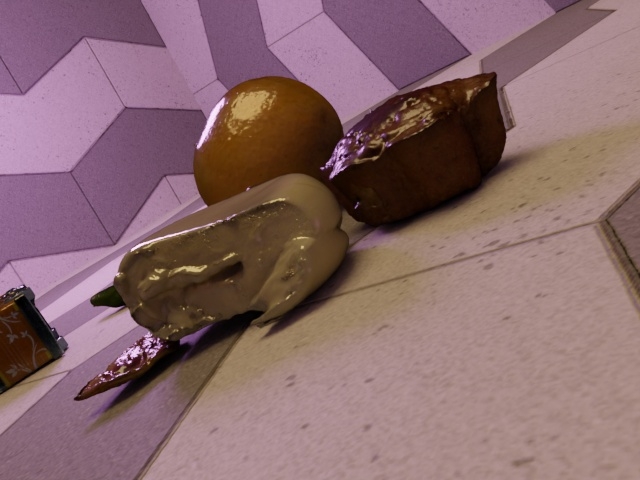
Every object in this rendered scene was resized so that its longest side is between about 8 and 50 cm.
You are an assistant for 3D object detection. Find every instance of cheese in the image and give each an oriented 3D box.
[{"bbox_3d":[-0.096,0.019,0.797,0.265,0.127,0.233,-20,12,22],"label":"cheese"}]

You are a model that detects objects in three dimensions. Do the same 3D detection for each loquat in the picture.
[{"bbox_3d":[-0.073,-0.141,1.186,0.274,0.275,0.275,-27,11,6],"label":"loquat"}]

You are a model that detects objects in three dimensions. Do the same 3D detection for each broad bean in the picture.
[{"bbox_3d":[-0.361,0.092,1.335,0.195,0.046,0.061,-24,-1,-2],"label":"broad bean"}]

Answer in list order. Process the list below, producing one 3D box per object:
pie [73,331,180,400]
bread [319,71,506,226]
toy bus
[{"bbox_3d":[-0.209,0.135,0.801,0.092,0.034,0.170,-22,8,14],"label":"pie"},{"bbox_3d":[0.108,-0.113,0.878,0.232,0.135,0.246,-35,13,-28],"label":"bread"},{"bbox_3d":[-0.581,0.179,1.259,0.167,0.139,0.275,-35,15,-22],"label":"toy bus"}]
